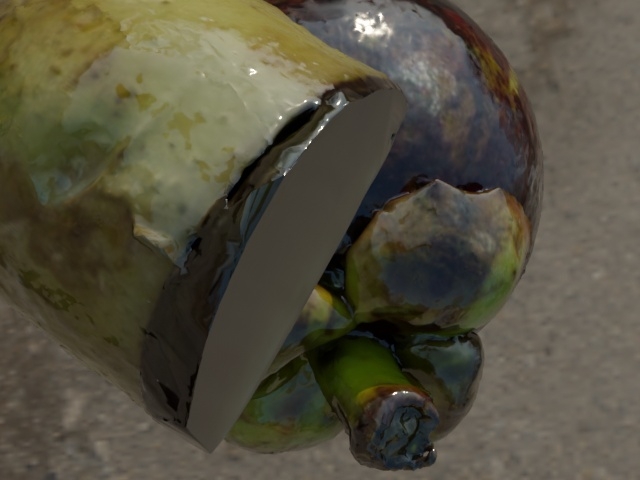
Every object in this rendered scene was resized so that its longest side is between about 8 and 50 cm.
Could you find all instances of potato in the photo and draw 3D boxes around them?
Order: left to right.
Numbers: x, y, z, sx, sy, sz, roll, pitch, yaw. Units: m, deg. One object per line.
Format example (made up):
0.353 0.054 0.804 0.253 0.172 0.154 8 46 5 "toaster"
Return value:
-0.047 -0.022 0.404 0.096 0.103 0.066 -61 163 -16 "potato"

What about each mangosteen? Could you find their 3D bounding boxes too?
0.000 0.000 0.751 0.192 0.192 0.217 30 38 -34 "mangosteen"
